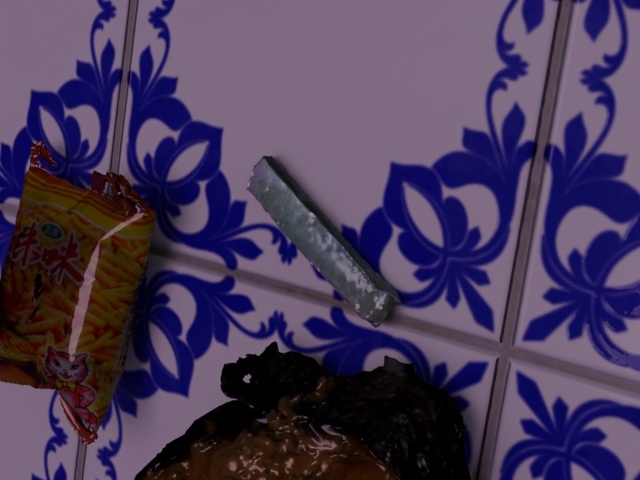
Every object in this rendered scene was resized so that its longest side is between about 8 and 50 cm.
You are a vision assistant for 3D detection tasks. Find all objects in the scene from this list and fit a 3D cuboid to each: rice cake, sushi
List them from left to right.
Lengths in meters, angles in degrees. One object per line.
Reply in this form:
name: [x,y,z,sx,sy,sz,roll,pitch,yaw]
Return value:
sushi: [-0.037,0.218,1.049,0.348,0.207,0.234,-20,89,36]
rice cake: [0.000,0.000,1.109,0.043,0.034,0.211,-49,67,17]

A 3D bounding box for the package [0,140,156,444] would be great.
package: [-0.279,0.051,1.262,0.223,0.108,0.288,22,98,36]
